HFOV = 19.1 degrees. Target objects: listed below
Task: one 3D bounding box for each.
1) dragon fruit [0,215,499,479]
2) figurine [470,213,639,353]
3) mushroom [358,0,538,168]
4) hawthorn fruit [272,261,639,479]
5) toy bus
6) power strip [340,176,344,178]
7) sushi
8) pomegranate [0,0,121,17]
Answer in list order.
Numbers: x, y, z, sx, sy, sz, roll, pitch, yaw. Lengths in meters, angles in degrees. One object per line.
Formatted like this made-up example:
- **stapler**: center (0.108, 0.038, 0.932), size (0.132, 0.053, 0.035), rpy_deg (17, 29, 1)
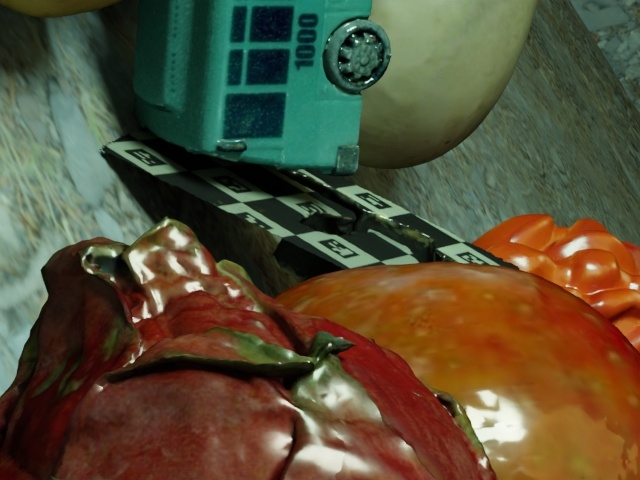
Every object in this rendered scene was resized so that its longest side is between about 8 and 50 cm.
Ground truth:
- **dragon fruit**: center (-0.038, 0.135, 0.762), size (0.244, 0.244, 0.299), rpy_deg (-2, 73, -71)
- **figurine**: center (0.201, 0.189, 1.402), size (0.306, 0.241, 0.412), rpy_deg (7, 62, -45)
- **mushroom**: center (0.028, -0.209, 1.528), size (0.290, 0.292, 0.292), rpy_deg (24, 24, -4)
- **hawthorn fruit**: center (0.056, 0.138, 1.001), size (0.284, 0.284, 0.284), rpy_deg (52, 20, -27)
- **toy bus**: center (-0.039, -0.174, 1.214), size (0.147, 0.256, 0.128), rpy_deg (-2, 17, -30)
- **power strip**: center (-0.007, -0.045, 1.478), size (0.169, 0.028, 0.076), rpy_deg (54, 19, -17)
- **sushi**: center (0.000, 0.000, 1.254), size (0.279, 0.043, 0.192), rpy_deg (26, 18, 7)
- **pomegranate**: center (-0.156, -0.228, 1.067), size (0.209, 0.209, 0.209), rpy_deg (52, 20, -27)
